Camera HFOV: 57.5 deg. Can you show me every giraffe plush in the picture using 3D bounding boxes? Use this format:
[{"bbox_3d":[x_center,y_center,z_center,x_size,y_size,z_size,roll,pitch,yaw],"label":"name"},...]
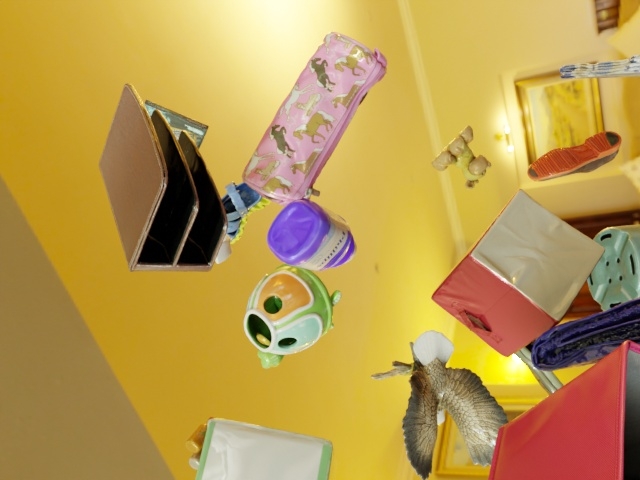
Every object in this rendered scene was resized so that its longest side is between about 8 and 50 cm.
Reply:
[{"bbox_3d":[0.505,-0.274,2.022,0.170,0.181,0.210,44,-167,1],"label":"giraffe plush"}]

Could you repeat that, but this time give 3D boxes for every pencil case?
[{"bbox_3d":[-0.011,-0.251,1.241,0.386,0.167,0.160,-61,4,0],"label":"pencil case"}]

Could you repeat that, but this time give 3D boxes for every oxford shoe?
[{"bbox_3d":[0.741,-0.220,1.702,0.098,0.272,0.096,61,-168,-50],"label":"oxford shoe"}]

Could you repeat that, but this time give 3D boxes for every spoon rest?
[{"bbox_3d":[-0.326,0.003,1.616,0.084,0.276,0.137,-21,-67,-35],"label":"spoon rest"}]

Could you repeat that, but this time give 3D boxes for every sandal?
[{"bbox_3d":[-0.281,-0.091,1.797,0.138,0.317,0.126,-9,-121,-49],"label":"sandal"},{"bbox_3d":[0.466,0.233,1.266,0.302,0.086,0.120,50,-174,0],"label":"sandal"}]

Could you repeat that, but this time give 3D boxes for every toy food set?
[{"bbox_3d":[-0.243,0.573,1.494,0.232,0.111,0.104,41,-147,1],"label":"toy food set"}]

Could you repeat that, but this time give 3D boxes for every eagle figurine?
[{"bbox_3d":[0.285,0.390,1.387,0.225,0.226,0.298,40,-166,-29],"label":"eagle figurine"}]

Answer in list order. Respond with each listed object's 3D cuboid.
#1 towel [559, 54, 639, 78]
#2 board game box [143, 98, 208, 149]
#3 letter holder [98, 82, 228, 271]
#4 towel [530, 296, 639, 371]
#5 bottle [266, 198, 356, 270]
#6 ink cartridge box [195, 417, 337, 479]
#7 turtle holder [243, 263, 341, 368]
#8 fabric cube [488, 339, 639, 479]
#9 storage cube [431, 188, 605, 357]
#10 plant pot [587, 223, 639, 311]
[{"bbox_3d":[0.685,-0.377,1.272,0.285,0.209,0.034,-122,30,-75],"label":"towel"},{"bbox_3d":[-0.429,-0.312,1.669,0.186,0.126,0.026,21,-140,-19],"label":"board game box"},{"bbox_3d":[-0.279,-0.123,1.063,0.152,0.214,0.301,3,-139,-36],"label":"letter holder"},{"bbox_3d":[0.483,0.144,0.936,0.308,0.228,0.076,13,-122,-53],"label":"towel"},{"bbox_3d":[0.000,0.000,1.110,0.118,0.092,0.283,-52,-20,6],"label":"bottle"},{"bbox_3d":[-0.041,0.234,0.452,0.212,0.093,0.154,88,-168,-66],"label":"ink cartridge box"},{"bbox_3d":[-0.113,0.215,1.676,0.227,0.320,0.243,-34,-92,-41],"label":"turtle holder"},{"bbox_3d":[0.332,0.306,0.580,0.258,0.259,0.254,113,-177,-50],"label":"fabric cube"},{"bbox_3d":[0.347,0.064,1.049,0.215,0.184,0.193,-45,-13,-27],"label":"storage cube"},{"bbox_3d":[0.989,0.086,1.685,0.341,0.334,0.340,179,90,-84],"label":"plant pot"}]
